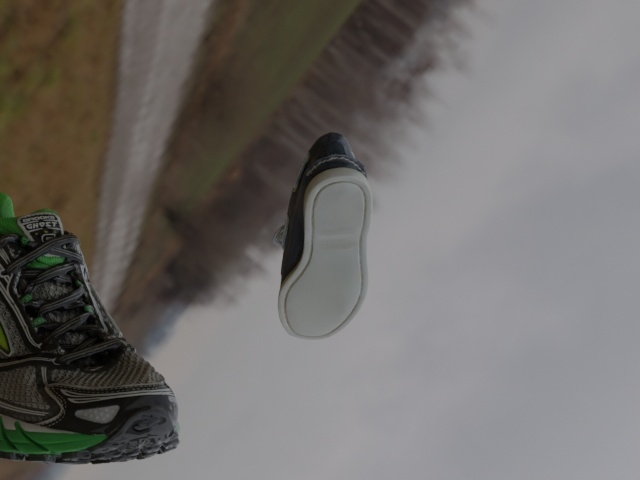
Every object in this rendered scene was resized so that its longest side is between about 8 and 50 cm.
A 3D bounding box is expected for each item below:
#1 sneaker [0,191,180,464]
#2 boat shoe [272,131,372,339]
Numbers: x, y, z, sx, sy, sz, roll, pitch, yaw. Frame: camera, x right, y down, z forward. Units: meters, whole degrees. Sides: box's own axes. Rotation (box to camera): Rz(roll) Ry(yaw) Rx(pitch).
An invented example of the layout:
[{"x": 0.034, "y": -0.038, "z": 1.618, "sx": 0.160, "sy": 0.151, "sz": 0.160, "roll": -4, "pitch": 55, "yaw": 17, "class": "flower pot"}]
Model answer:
[{"x": -0.213, "y": 0.059, "z": 1.229, "sx": 0.343, "sy": 0.134, "sz": 0.146, "roll": 29, "pitch": -69, "yaw": 47, "class": "sneaker"}, {"x": 0.000, "y": 0.000, "z": 1.749, "sx": 0.254, "sy": 0.095, "sz": 0.079, "roll": 93, "pitch": -9, "yaw": -47, "class": "boat shoe"}]
